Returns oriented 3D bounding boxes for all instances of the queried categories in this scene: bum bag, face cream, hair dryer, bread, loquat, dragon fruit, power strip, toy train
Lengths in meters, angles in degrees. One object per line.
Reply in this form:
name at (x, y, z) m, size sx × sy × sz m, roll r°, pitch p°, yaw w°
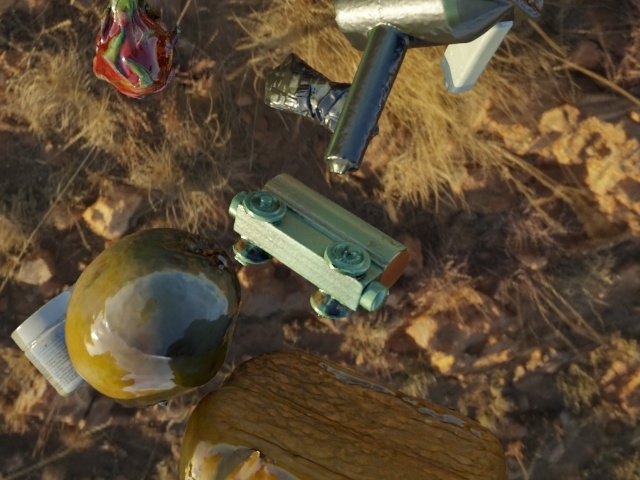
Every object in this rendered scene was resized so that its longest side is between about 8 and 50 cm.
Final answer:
bum bag at (0.005, -0.341, 1.877) m, size 0.095 × 0.340 × 0.144 m, roll 4°, pitch 113°, yaw -60°
face cream at (-0.450, 0.178, 1.441) m, size 0.177 × 0.177 × 0.153 m, roll -37°, pitch 95°, yaw 12°
hair dryer at (0.110, -0.210, 0.939) m, size 0.116 × 0.244 × 0.303 m, roll 32°, pitch 73°, yaw -44°
bread at (0.023, 0.257, 0.819) m, size 0.336 × 0.328 × 0.148 m, roll 19°, pitch 102°, yaw 11°
loquat at (-0.174, 0.081, 0.820) m, size 0.179 × 0.179 × 0.227 m, roll 9°, pitch 144°, yaw -16°
dragon fruit at (-0.400, -0.439, 1.694) m, size 0.198 × 0.200 × 0.269 m, roll 1°, pitch 114°, yaw -5°
power strip at (0.340, -0.435, 1.751) m, size 0.058 × 0.098 × 0.338 m, roll -13°, pitch 164°, yaw -13°
toy train at (0.000, 0.000, 1.173) m, size 0.285 × 0.177 × 0.116 m, roll 32°, pitch 130°, yaw 22°

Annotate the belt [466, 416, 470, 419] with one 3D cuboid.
belt at (0.321, 0.479, 1.757) m, size 0.126 × 0.230 × 0.140 m, roll -13°, pitch 96°, yaw 2°
